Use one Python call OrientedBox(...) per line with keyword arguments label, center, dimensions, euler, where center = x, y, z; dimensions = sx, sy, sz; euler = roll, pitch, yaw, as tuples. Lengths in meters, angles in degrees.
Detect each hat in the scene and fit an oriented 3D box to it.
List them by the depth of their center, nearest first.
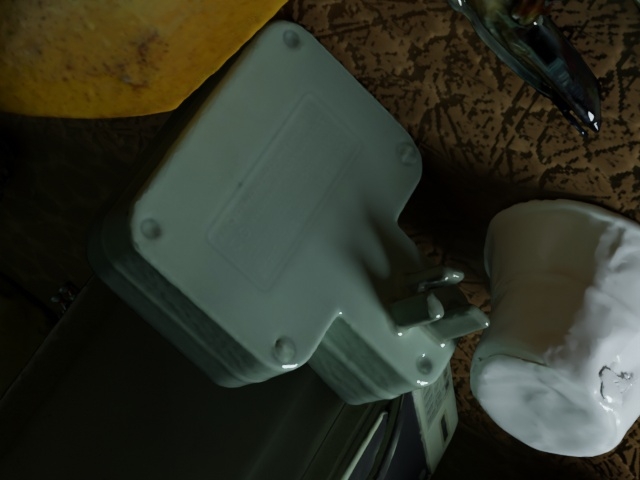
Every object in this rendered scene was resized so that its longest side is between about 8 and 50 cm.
OrientedBox(label="hat", center=(0.185, 0.079, 1.039), dimensions=(0.203, 0.126, 0.203), euler=(26, 147, 18))

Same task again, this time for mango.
OrientedBox(label="mango", center=(-0.118, -0.183, 0.894), dimensions=(0.350, 0.201, 0.199), euler=(-17, 153, 42))

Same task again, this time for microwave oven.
OrientedBox(label="microwave oven", center=(-0.095, 0.205, 1.203), dimensions=(0.333, 0.394, 0.247), euler=(20, 146, 20))

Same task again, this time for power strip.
OrientedBox(label="power strip", center=(0.000, 0.000, 0.992), dimensions=(0.261, 0.229, 0.141), euler=(45, 146, -18))

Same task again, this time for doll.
OrientedBox(label="doll", center=(-0.246, 0.094, 1.530), dimensions=(0.114, 0.039, 0.057), euler=(45, 105, -4))

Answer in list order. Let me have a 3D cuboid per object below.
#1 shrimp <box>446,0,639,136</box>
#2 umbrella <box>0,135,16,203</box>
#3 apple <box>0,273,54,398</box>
OrientedBox(label="shrimp", center=(0.194, -0.115, 0.829), dimensions=(0.365, 0.071, 0.233), euler=(47, 155, -23))
OrientedBox(label="umbrella", center=(-0.412, 0.012, 1.420), dimensions=(0.106, 0.113, 0.357), euler=(34, 131, -17))
OrientedBox(label="apple", center=(-0.382, 0.171, 1.628), dimensions=(0.309, 0.314, 0.252), euler=(33, 107, -8))
